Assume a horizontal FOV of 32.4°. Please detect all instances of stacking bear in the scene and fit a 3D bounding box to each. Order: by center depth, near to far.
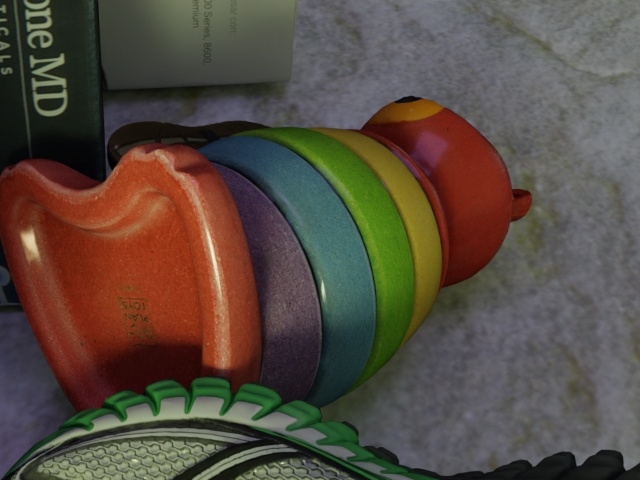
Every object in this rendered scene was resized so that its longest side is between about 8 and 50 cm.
[{"bbox_3d":[0.000,0.000,0.616,0.175,0.164,0.289,-1,15,45],"label":"stacking bear"}]

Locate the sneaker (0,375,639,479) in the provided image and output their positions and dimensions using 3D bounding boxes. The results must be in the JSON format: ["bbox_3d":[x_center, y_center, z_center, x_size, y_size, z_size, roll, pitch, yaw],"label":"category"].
[{"bbox_3d":[-0.008,0.138,0.403,0.343,0.134,0.146,-1,18,28],"label":"sneaker"}]

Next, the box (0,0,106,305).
[{"bbox_3d":[-0.323,-0.122,0.604,0.395,0.293,0.212,-5,43,-12],"label":"box"}]

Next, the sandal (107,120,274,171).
[{"bbox_3d":[-0.061,-0.043,0.727,0.180,0.049,0.072,-2,37,-38],"label":"sandal"}]

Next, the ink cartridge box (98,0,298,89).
[{"bbox_3d":[-0.229,-0.252,0.857,0.395,0.166,0.285,-4,41,-12],"label":"ink cartridge box"}]
